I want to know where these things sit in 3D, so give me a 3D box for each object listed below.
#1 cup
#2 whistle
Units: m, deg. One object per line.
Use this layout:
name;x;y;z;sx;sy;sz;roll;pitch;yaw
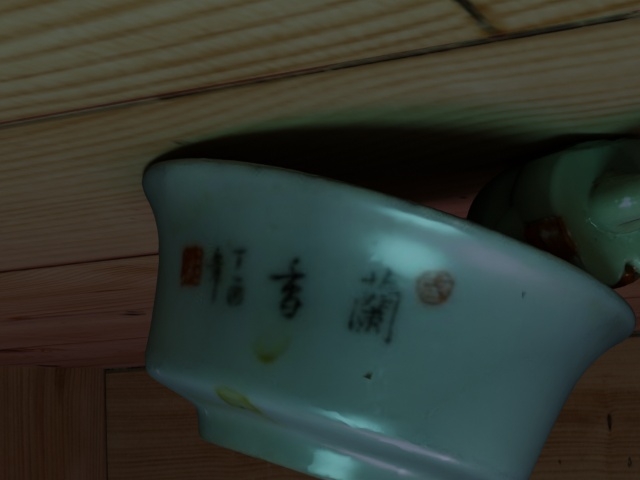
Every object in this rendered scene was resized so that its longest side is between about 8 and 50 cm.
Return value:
cup;0.021;0.082;0.807;0.347;0.163;0.347;17;171;3
whistle;0.172;-0.016;0.777;0.102;0.105;0.253;-44;-171;-24
